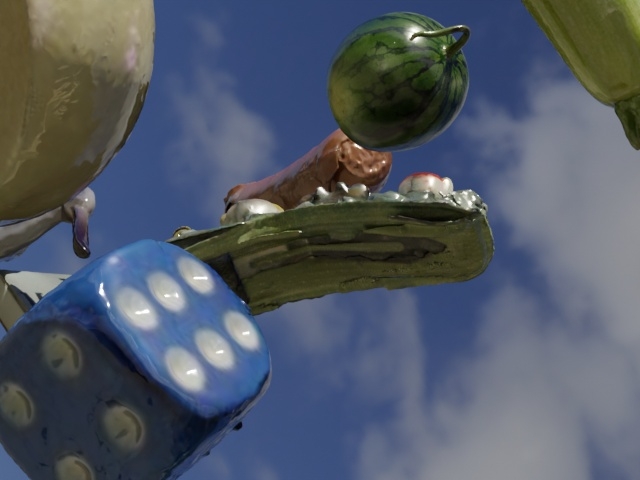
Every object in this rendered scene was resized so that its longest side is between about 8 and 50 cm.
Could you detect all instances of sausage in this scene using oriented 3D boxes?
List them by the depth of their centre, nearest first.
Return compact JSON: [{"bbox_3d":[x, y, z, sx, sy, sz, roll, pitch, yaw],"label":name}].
[{"bbox_3d":[-0.028,-0.056,1.861,0.094,0.094,0.419,29,-19,-17],"label":"sausage"}]

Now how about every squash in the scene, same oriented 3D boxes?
[{"bbox_3d":[0.165,-0.149,0.941,0.224,0.094,0.094,61,-28,-7],"label":"squash"}]

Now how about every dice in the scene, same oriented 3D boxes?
[{"bbox_3d":[-0.128,0.095,1.013,0.146,0.143,0.146,49,-60,4],"label":"dice"}]

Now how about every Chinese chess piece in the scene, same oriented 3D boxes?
[{"bbox_3d":[-0.206,-0.131,0.882,0.250,0.097,0.251,12,-71,38],"label":"Chinese chess piece"}]

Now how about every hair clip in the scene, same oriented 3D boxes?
[{"bbox_3d":[-0.001,-0.001,1.409,0.138,0.321,0.091,69,14,-54],"label":"hair clip"}]

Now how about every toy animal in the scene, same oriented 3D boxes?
[{"bbox_3d":[-0.310,-0.016,1.381,0.324,0.195,0.090,-11,-50,25],"label":"toy animal"}]

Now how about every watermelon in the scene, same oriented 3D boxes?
[{"bbox_3d":[0.090,-0.165,1.510,0.187,0.140,0.141,-25,-94,44],"label":"watermelon"}]

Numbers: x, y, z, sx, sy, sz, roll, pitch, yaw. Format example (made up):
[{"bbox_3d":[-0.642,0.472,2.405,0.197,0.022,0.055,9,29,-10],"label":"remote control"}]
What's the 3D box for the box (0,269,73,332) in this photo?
[{"bbox_3d":[-0.224,0.077,1.414,0.115,0.177,0.036,49,-68,27],"label":"box"}]
